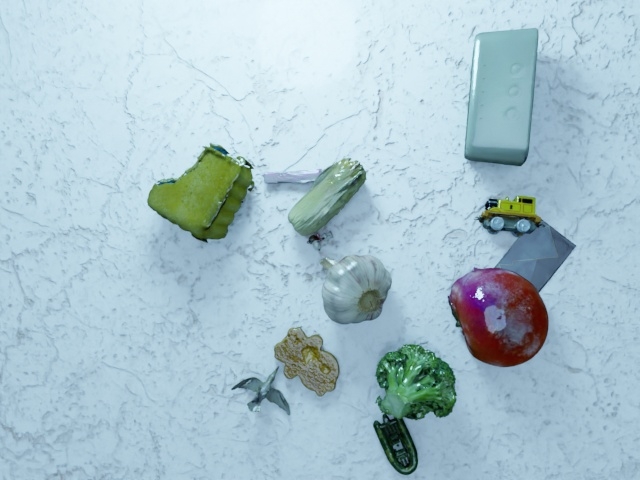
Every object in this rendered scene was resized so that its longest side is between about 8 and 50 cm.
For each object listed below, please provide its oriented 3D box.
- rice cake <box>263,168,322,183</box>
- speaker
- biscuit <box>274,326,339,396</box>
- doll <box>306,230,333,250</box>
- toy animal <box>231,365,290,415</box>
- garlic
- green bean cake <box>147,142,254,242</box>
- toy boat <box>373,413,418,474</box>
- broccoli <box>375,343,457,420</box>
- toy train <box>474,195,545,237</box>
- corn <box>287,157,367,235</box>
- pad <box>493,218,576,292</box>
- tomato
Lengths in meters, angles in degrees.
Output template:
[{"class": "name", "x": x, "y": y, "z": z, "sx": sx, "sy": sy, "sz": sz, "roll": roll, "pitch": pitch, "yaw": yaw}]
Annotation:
[{"class": "rice cake", "x": -0.092, "y": -0.217, "z": 1.823, "sx": 0.207, "sy": 0.036, "sz": 0.047, "roll": -1, "pitch": 97, "yaw": 7}, {"class": "speaker", "x": 0.560, "y": -0.443, "z": 1.680, "sx": 0.184, "sy": 0.183, "sz": 0.405, "roll": 5, "pitch": 91, "yaw": 12}, {"class": "biscuit", "x": -0.038, "y": 0.410, "z": 1.814, "sx": 0.249, "sy": 0.035, "sz": 0.184, "roll": 39, "pitch": 95, "yaw": 5}, {"class": "doll", "x": -0.001, "y": -0.006, "z": 1.810, "sx": 0.085, "sy": 0.040, "sz": 0.058, "roll": -44, "pitch": 98, "yaw": 9}, {"class": "toy animal", "x": -0.179, "y": 0.499, "z": 1.801, "sx": 0.219, "sy": 0.095, "sz": 0.155, "roll": 29, "pitch": 97, "yaw": 5}, {"class": "garlic", "x": 0.083, "y": 0.134, "z": 1.745, "sx": 0.245, "sy": 0.245, "sz": 0.253, "roll": -54, "pitch": 48, "yaw": 4}, {"class": "green bean cake", "x": -0.386, "y": -0.174, "z": 1.790, "sx": 0.285, "sy": 0.202, "sz": 0.309, "roll": 33, "pitch": 92, "yaw": 18}, {"class": "toy boat", "x": 0.253, "y": 0.670, "z": 1.770, "sx": 0.104, "sy": 0.052, "sz": 0.210, "roll": -23, "pitch": 86, "yaw": 4}, {"class": "broccoli", "x": 0.293, "y": 0.463, "z": 1.688, "sx": 0.269, "sy": 0.242, "sz": 0.261, "roll": 27, "pitch": 115, "yaw": 34}, {"class": "toy train", "x": 0.605, "y": -0.082, "z": 1.717, "sx": 0.220, "sy": 0.089, "sz": 0.127, "roll": 6, "pitch": 78, "yaw": 9}, {"class": "corn", "x": 0.023, "y": -0.143, "z": 1.764, "sx": 0.305, "sy": 0.123, "sz": 0.122, "roll": -46, "pitch": 112, "yaw": 4}, {"class": "pad", "x": 0.692, "y": 0.062, "z": 1.746, "sx": 0.164, "sy": 0.004, "sz": 0.243, "roll": 38, "pitch": 94, "yaw": 6}, {"class": "tomato", "x": 0.571, "y": 0.234, "z": 1.675, "sx": 0.290, "sy": 0.176, "sz": 0.334, "roll": -20, "pitch": 87, "yaw": 5}]
